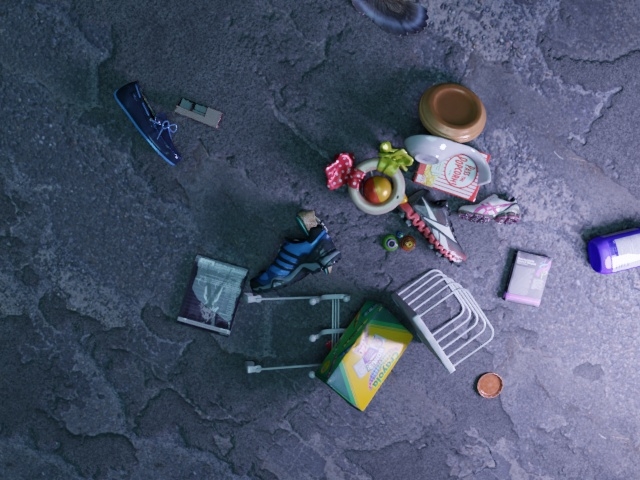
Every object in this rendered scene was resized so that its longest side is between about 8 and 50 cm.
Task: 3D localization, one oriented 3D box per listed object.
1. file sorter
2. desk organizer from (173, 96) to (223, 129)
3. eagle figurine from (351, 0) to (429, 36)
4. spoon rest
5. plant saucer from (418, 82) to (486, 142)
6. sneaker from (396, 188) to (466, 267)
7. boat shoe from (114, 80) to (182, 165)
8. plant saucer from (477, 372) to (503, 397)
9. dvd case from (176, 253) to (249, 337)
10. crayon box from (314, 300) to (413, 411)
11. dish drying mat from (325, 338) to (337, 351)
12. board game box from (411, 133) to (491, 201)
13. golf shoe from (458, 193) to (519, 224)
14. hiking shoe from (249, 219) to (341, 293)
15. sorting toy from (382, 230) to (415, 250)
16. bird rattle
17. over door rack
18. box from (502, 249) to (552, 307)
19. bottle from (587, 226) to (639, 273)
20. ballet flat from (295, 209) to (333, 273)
[{"bbox_3d":[0.350,0.215,1.804,0.173,0.278,0.193,-35,100,0],"label":"file sorter"},{"bbox_3d":[-0.346,-0.363,1.777,0.130,0.047,0.050,21,95,-7],"label":"desk organizer"},{"bbox_3d":[0.171,-0.716,1.709,0.298,0.225,0.226,10,144,-34],"label":"eagle figurine"},{"bbox_3d":[0.362,-0.242,1.771,0.276,0.137,0.084,21,75,-21],"label":"spoon rest"},{"bbox_3d":[0.378,-0.371,1.779,0.200,0.037,0.200,3,67,-7],"label":"plant saucer"},{"bbox_3d":[0.352,-0.043,1.851,0.135,0.097,0.276,-43,98,6],"label":"sneaker"},{"bbox_3d":[-0.467,-0.330,1.746,0.089,0.109,0.258,-37,102,-1],"label":"boat shoe"},{"bbox_3d":[0.538,0.459,1.989,0.083,0.013,0.083,-1,100,-4],"label":"plant saucer"},{"bbox_3d":[-0.323,0.167,1.880,0.164,0.018,0.221,17,97,-8],"label":"dvd case"},{"bbox_3d":[0.131,0.338,1.845,0.165,0.081,0.278,44,73,-25],"label":"crayon box"},{"bbox_3d":[0.050,0.344,1.939,0.032,0.008,0.083,-35,99,1],"label":"dish drying mat"},{"bbox_3d":[0.385,-0.214,1.852,0.193,0.045,0.147,17,98,-7],"label":"board game box"},{"bbox_3d":[0.502,-0.095,1.877,0.186,0.067,0.086,2,75,-6],"label":"golf shoe"},{"bbox_3d":[-0.085,0.056,1.817,0.304,0.113,0.132,-25,88,21],"label":"hiking shoe"},{"bbox_3d":[0.238,0.004,1.879,0.102,0.042,0.061,-1,99,-3],"label":"sorting toy"},{"bbox_3d":[0.145,-0.173,1.790,0.253,0.143,0.207,-19,96,-1],"label":"bird rattle"},{"bbox_3d":[-0.070,0.281,1.865,0.324,0.108,0.240,0,95,-4],"label":"over door rack"},{"bbox_3d":[0.638,0.118,1.933,0.116,0.029,0.162,12,100,-7],"label":"box"},{"bbox_3d":[0.967,0.019,1.906,0.282,0.092,0.118,-14,101,-2],"label":"bottle"},{"bbox_3d":[0.000,0.000,1.852,0.067,0.073,0.206,-30,104,-13],"label":"ballet flat"}]
